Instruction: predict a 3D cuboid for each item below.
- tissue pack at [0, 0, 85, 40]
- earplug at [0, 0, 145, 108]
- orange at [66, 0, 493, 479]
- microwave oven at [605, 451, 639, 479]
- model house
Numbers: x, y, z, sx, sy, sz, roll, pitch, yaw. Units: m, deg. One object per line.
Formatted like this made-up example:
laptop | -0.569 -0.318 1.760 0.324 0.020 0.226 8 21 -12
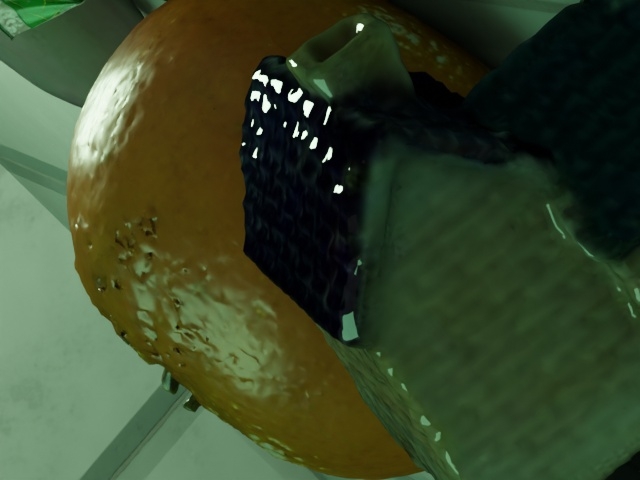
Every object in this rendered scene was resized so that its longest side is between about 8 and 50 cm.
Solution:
tissue pack | -0.266 -0.309 1.620 0.156 0.148 0.209 -22 125 31
earplug | -0.276 -0.230 1.906 0.301 0.172 0.172 39 170 -26
orange | 0.000 0.000 1.444 0.424 0.326 0.424 36 167 10
microwave oven | 0.289 0.270 1.822 0.129 0.205 0.163 34 166 24
model house | 0.113 -0.040 1.045 0.284 0.298 0.243 53 175 -31
